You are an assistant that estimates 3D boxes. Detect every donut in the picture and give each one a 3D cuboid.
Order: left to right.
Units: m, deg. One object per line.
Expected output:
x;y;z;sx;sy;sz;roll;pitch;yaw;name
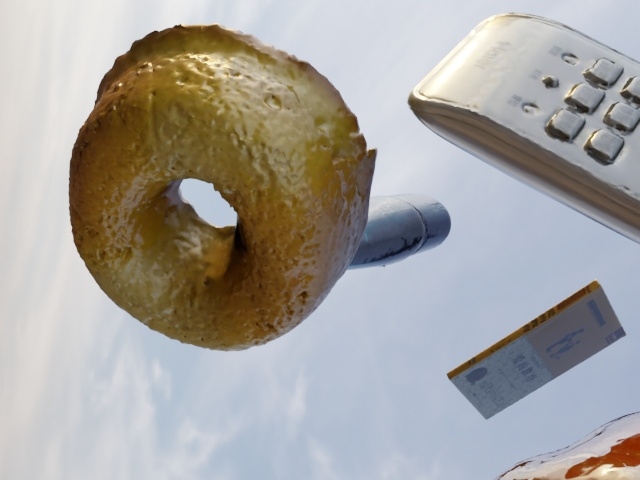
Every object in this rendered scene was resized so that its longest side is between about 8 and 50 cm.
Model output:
-0.063;-0.017;0.554;0.190;0.174;0.074;-58;-175;38;donut

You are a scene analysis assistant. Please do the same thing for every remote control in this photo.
0.194;-0.015;0.495;0.109;0.313;0.055;-46;161;-41;remote control

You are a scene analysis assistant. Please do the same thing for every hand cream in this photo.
0.000;0.000;0.852;0.120;0.270;0.061;7;-78;42;hand cream

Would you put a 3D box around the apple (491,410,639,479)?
0.135;0.153;0.401;0.162;0.201;0.201;44;-44;24;apple

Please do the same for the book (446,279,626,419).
0.218;0.114;1.004;0.172;0.118;0.012;-33;-129;8;book
